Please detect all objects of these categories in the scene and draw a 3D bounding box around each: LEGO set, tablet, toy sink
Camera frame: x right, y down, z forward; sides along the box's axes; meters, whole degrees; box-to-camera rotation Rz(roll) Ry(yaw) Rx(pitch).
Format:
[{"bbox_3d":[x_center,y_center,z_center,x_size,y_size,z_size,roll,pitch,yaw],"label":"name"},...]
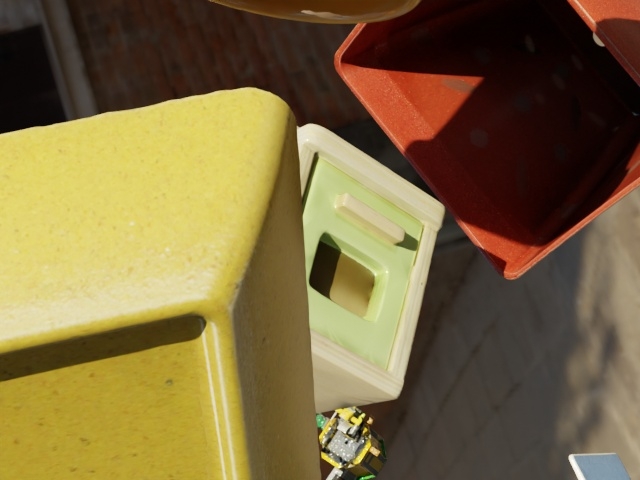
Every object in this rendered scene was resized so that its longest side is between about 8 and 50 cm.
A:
[{"bbox_3d":[-0.103,0.225,1.396,0.331,0.255,0.192,38,174,31],"label":"LEGO set"},{"bbox_3d":[0.209,0.178,0.888,0.083,0.006,0.054,12,-133,-53],"label":"tablet"},{"bbox_3d":[0.000,0.000,1.001,0.131,0.152,0.234,-20,46,49],"label":"toy sink"}]

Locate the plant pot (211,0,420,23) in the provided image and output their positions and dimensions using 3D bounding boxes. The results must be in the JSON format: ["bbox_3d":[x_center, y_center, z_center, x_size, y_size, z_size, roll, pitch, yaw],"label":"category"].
[{"bbox_3d":[-0.019,-0.256,0.754,0.205,0.205,0.188,146,136,-81],"label":"plant pot"}]

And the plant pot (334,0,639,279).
[{"bbox_3d":[0.220,-0.172,1.097,0.267,0.235,0.267,51,144,6],"label":"plant pot"}]

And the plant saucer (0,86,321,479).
[{"bbox_3d":[-0.154,0.111,0.594,0.081,0.332,0.333,-114,15,-50],"label":"plant saucer"}]
